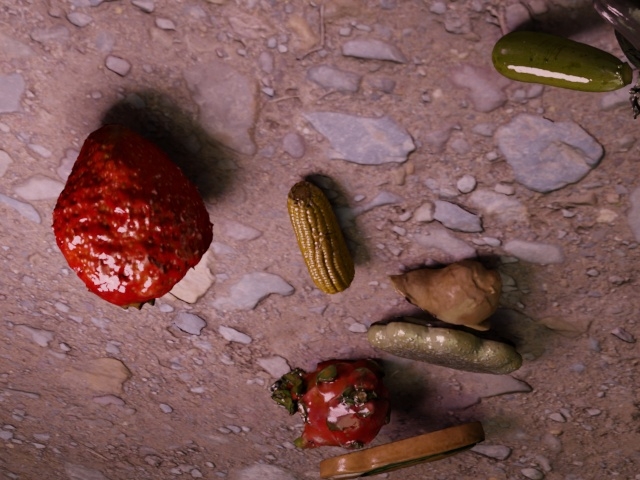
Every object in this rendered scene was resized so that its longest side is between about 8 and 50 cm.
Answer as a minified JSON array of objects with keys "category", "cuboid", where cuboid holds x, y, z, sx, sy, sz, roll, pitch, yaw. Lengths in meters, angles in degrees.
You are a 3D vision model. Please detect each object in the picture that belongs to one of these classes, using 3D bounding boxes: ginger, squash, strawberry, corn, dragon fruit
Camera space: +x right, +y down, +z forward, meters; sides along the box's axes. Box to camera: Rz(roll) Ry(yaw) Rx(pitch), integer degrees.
[{"category":"ginger","cuboid":[0.210,0.072,1.668,0.193,0.115,0.123,18,122,0]},{"category":"squash","cuboid":[0.299,-0.222,1.250,0.201,0.066,0.066,23,154,43]},{"category":"strawberry","cuboid":[-0.295,-0.048,1.547,0.257,0.257,0.277,2,126,13]},{"category":"corn","cuboid":[0.000,0.000,1.636,0.080,0.080,0.231,-2,138,18]},{"category":"dragon fruit","cuboid":[0.011,0.309,1.940,0.269,0.198,0.200,15,154,19]}]

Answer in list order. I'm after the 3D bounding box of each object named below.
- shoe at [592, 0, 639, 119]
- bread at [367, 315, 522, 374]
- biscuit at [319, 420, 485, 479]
[{"category":"shoe","cuboid":[0.424,-0.211,1.244,0.293,0.109,0.149,24,134,-20]},{"category":"bread","cuboid":[0.222,0.188,1.772,0.286,0.056,0.207,10,165,6]},{"category":"biscuit","cuboid":[0.164,0.435,2.028,0.343,0.057,0.287,-13,167,-6]}]
